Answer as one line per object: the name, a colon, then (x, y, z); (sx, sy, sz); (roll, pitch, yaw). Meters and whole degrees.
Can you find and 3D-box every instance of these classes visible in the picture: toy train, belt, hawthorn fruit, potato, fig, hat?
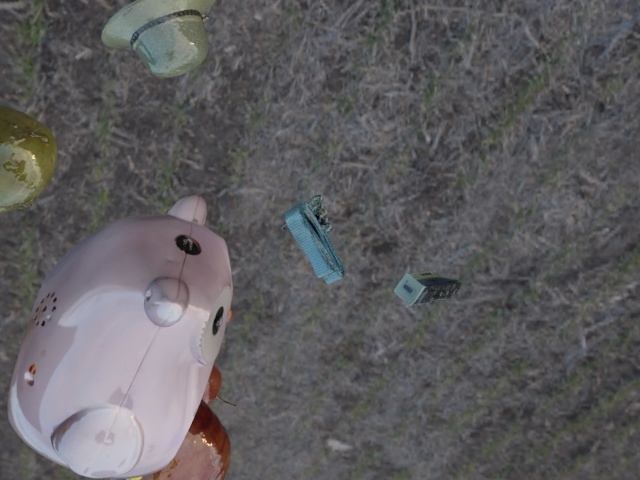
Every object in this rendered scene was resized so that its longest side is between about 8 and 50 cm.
toy train: (0.221, 0.092, 1.688); (0.052, 0.051, 0.234); (-55, 158, 18)
belt: (-0.004, 0.002, 1.773); (0.065, 0.100, 0.179); (-26, 93, 32)
hawthorn fruit: (-0.292, 0.330, 1.962); (0.162, 0.163, 0.203); (-13, 142, 28)
potato: (-0.714, -0.160, 1.773); (0.359, 0.270, 0.219); (10, -175, 27)
fig: (-0.278, 0.385, 1.502); (0.223, 0.263, 0.224); (20, -175, -2)
hat: (-0.309, -0.409, 1.747); (0.257, 0.257, 0.130); (-26, 87, 38)

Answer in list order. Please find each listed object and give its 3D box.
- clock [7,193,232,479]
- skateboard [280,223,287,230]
clock: (-0.279, 0.131, 1.190); (0.250, 0.368, 0.377); (23, 122, -15)
skateboard: (-0.044, -0.012, 1.853); (0.063, 0.083, 0.032); (-33, 168, 18)
